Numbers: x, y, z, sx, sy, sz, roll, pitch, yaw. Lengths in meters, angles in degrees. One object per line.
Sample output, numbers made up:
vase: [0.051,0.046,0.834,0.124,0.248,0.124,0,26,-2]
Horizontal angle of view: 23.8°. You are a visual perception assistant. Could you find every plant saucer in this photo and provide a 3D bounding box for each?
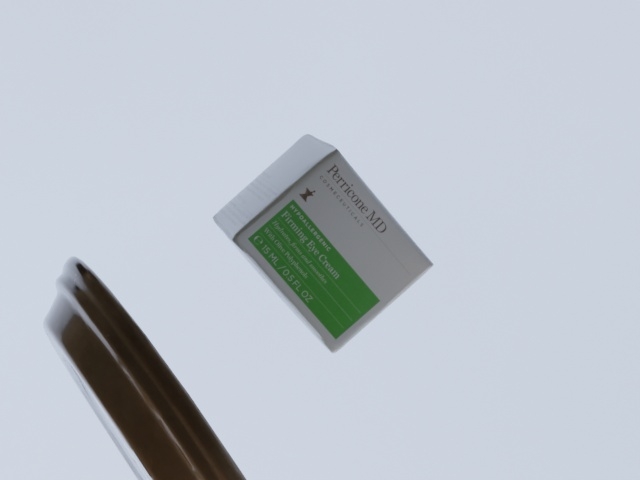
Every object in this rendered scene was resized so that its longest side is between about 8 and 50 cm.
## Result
plant saucer: [-0.078,0.134,0.860,0.041,0.278,0.278,-33,-125,-12]

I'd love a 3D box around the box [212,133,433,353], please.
box: [0.000,0.000,0.966,0.087,0.101,0.102,-41,-166,-3]
